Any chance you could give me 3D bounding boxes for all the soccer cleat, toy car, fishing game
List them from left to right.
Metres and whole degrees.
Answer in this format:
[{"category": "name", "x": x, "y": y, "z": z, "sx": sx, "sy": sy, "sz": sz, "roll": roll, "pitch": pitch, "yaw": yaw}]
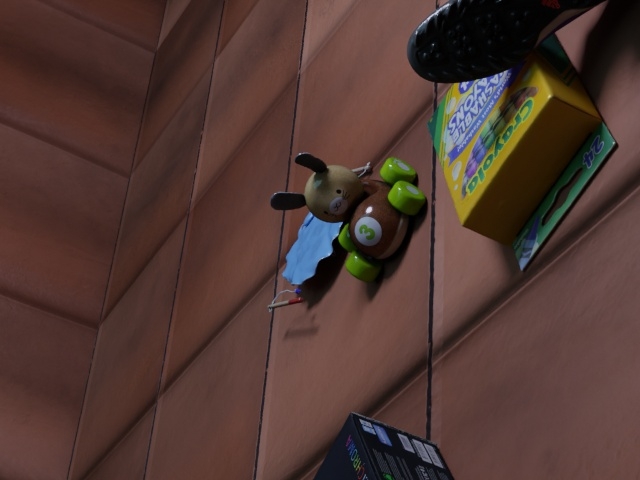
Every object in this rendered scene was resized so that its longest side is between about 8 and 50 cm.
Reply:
[{"category": "fishing game", "x": 0.000, "y": 0.000, "z": 2.352, "sx": 0.189, "sy": 0.041, "sz": 0.264, "roll": -17, "pitch": 44, "yaw": 64}, {"category": "toy car", "x": 0.030, "y": -0.056, "z": 2.115, "sx": 0.155, "sy": 0.188, "sz": 0.149, "roll": -58, "pitch": 22, "yaw": 23}, {"category": "soccer cleat", "x": 0.250, "y": -0.289, "z": 1.790, "sx": 0.318, "sy": 0.108, "sz": 0.116, "roll": -31, "pitch": 9, "yaw": 0}]

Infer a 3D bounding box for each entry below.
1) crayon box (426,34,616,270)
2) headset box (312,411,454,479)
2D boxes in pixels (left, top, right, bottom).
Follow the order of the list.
[{"category": "crayon box", "x": 0.242, "y": -0.137, "z": 1.824, "sx": 0.203, "sy": 0.083, "sz": 0.323, "roll": -57, "pitch": 23, "yaw": 25}, {"category": "headset box", "x": 0.048, "y": 0.389, "z": 1.676, "sx": 0.283, "sy": 0.131, "sz": 0.246, "roll": -62, "pitch": 20, "yaw": 16}]
